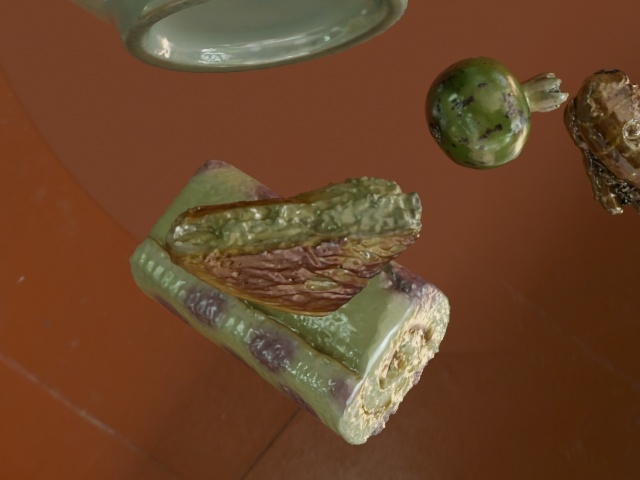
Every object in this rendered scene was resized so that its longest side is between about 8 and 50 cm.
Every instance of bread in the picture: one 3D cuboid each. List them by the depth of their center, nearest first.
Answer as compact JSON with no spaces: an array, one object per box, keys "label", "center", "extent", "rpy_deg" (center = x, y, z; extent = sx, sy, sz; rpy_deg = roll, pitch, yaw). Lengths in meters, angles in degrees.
[{"label":"bread","center":[-0.010,0.011,0.784],"extent":[0.154,0.136,0.054],"rpy_deg":[-5,62,5]},{"label":"bread","center":[-0.038,0.060,1.353],"extent":[0.338,0.155,0.187],"rpy_deg":[31,79,30]}]

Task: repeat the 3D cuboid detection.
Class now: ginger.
[{"label":"ginger","center":[0.270,-0.071,1.082],"extent":[0.073,0.103,0.162],"rpy_deg":[-43,92,-15]}]

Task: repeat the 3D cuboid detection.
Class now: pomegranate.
[{"label":"pomegranate","center":[0.173,-0.132,1.223],"extent":[0.142,0.114,0.114],"rpy_deg":[-20,105,-12]}]

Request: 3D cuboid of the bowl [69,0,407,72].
[{"label":"bowl","center":[-0.040,-0.182,0.645],"extent":[0.337,0.337,0.157],"rpy_deg":[-10,82,9]}]
